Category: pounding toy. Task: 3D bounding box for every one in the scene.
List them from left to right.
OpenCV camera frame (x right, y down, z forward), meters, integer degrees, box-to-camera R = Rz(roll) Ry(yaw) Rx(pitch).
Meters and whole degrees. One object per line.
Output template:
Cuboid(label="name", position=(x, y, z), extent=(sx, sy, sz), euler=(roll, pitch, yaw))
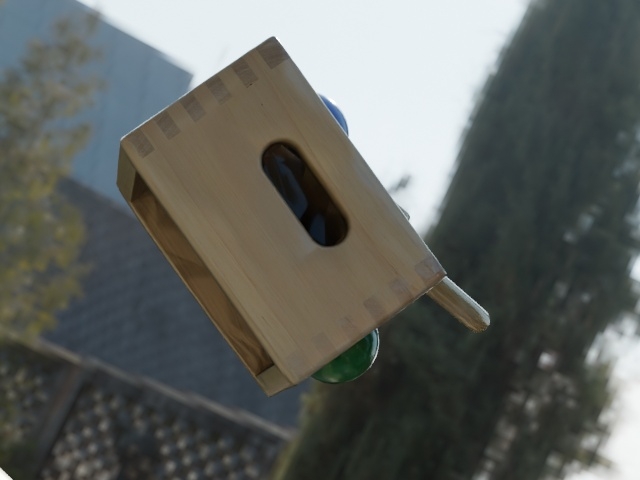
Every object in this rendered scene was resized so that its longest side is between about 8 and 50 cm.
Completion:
Cuboid(label="pounding toy", position=(0.000, 0.000, 0.768), extent=(0.141, 0.100, 0.130), euler=(54, -9, 2))

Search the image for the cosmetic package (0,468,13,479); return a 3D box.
Cuboid(label="cosmetic package", position=(-0.222, 0.121, 0.237), extent=(0.161, 0.230, 0.453), euler=(37, 12, 22))
